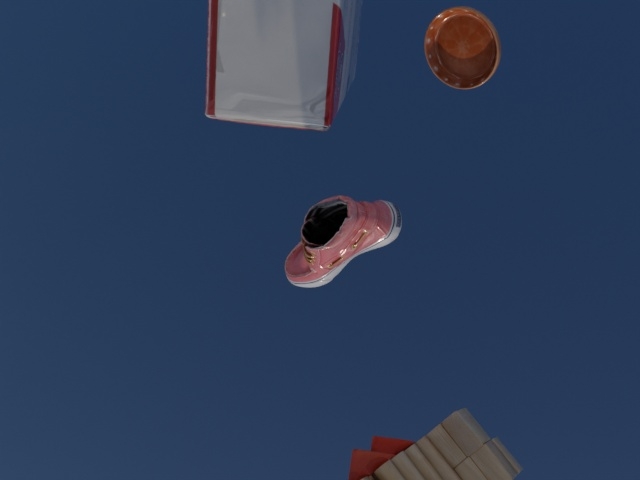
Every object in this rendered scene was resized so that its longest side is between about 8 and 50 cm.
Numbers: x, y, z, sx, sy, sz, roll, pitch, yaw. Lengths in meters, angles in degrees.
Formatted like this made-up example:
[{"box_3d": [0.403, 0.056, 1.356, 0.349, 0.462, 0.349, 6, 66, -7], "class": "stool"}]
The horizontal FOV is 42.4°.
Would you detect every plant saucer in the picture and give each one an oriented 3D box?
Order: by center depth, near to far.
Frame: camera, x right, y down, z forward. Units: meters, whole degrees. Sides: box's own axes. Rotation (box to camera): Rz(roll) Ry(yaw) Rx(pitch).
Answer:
[{"box_3d": [0.144, -0.195, 0.836, 0.084, 0.013, 0.083, 20, -55, 31], "class": "plant saucer"}]

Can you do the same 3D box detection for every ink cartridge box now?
[{"box_3d": [-0.022, -0.232, 0.791, 0.114, 0.273, 0.196, 7, -70, 5], "class": "ink cartridge box"}]

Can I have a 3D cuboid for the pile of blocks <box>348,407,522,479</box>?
[{"box_3d": [0.039, 0.262, 0.771, 0.362, 0.149, 0.112, -22, -115, -39], "class": "pile of blocks"}]

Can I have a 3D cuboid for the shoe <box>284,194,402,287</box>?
[{"box_3d": [0.000, 0.000, 0.908, 0.178, 0.081, 0.063, -30, -118, 41], "class": "shoe"}]
